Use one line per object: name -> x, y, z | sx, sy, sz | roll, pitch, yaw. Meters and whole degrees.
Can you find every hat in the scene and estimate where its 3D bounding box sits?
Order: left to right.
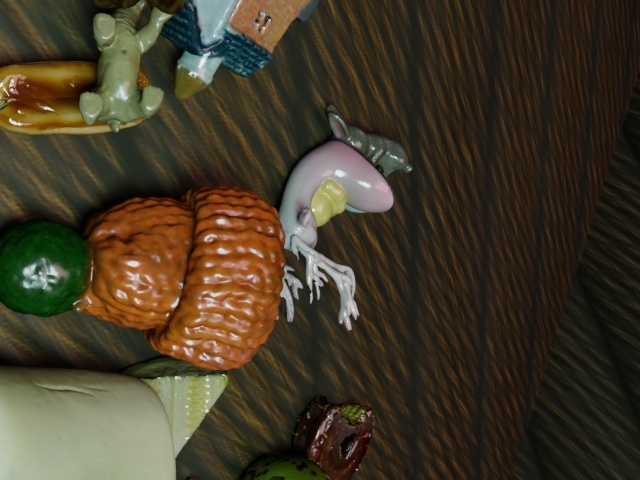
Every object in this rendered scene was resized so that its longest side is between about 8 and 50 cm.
hat -> -0.269, 0.040, 0.991 | 0.400, 0.285, 0.285 | 10, 93, -20

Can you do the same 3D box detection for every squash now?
squash -> -0.251, 0.344, 1.125 | 0.203, 0.111, 0.289 | -2, 100, -4

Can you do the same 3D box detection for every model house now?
model house -> -0.170, -0.356, 1.011 | 0.253, 0.184, 0.291 | 23, 96, -57

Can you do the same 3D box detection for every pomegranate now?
pomegranate -> -0.091, 0.559, 1.304 | 0.286, 0.230, 0.231 | -33, 124, -42

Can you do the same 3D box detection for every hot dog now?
hot dog -> -0.339, -0.194, 0.911 | 0.249, 0.068, 0.100 | -17, 100, -49

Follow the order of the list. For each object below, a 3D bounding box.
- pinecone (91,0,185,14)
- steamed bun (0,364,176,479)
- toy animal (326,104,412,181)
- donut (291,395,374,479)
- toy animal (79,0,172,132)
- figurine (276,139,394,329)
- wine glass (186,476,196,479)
pinecone -> -0.222, -0.440, 0.721 | 0.397, 0.397, 0.398 | -18, 114, -46
steamed bun -> -0.382, 0.400, 0.858 | 0.371, 0.289, 0.456 | 24, 82, -53
toy animal -> 0.080, -0.197, 1.407 | 0.236, 0.138, 0.108 | 26, 121, -28
donut -> 0.023, 0.460, 1.518 | 0.230, 0.096, 0.216 | 4, 100, -51
toy animal -> -0.264, -0.243, 0.884 | 0.103, 0.101, 0.219 | 8, 80, -26
figurine -> 0.007, -0.003, 1.290 | 0.315, 0.206, 0.284 | -41, 119, -29
wine glass -> -0.278, 0.530, 1.207 | 0.198, 0.066, 0.066 | -55, 137, -27
